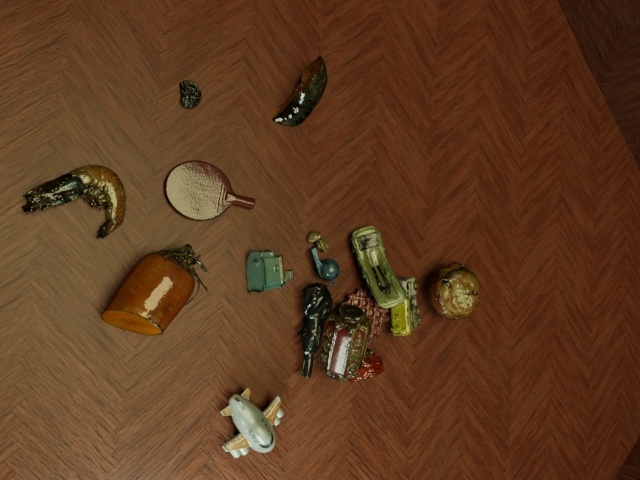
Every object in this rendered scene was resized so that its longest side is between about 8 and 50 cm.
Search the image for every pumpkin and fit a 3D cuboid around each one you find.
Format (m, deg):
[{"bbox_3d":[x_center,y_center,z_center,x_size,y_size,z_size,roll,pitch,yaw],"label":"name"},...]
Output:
[{"bbox_3d":[-0.036,-0.528,1.899,0.111,0.163,0.278,36,73,-21],"label":"pumpkin"}]

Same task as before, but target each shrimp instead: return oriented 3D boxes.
[{"bbox_3d":[-0.718,-0.100,1.569,0.290,0.054,0.222,-25,100,-35],"label":"shrimp"}]

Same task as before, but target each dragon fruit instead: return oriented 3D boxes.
[{"bbox_3d":[0.179,0.472,2.021,0.162,0.083,0.106,-14,92,-26],"label":"dragon fruit"}]

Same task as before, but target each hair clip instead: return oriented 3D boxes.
[{"bbox_3d":[0.213,0.109,2.035,0.138,0.091,0.321,-17,77,-14],"label":"hair clip"}]

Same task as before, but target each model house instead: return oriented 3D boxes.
[{"bbox_3d":[-0.168,0.107,1.837,0.149,0.119,0.148,0,87,-38],"label":"model house"}]

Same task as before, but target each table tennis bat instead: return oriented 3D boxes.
[{"bbox_3d":[-0.368,-0.158,1.773,0.310,0.038,0.200,13,82,-27],"label":"table tennis bat"}]

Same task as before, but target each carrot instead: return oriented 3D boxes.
[{"bbox_3d":[-0.487,0.142,1.602,0.331,0.214,0.193,-59,139,-21],"label":"carrot"}]

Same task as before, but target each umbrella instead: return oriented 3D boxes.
[{"bbox_3d":[-0.027,0.321,1.900,0.118,0.118,0.340,11,82,-28],"label":"umbrella"}]

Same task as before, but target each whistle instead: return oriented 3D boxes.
[{"bbox_3d":[0.025,0.091,1.950,0.090,0.090,0.157,-19,96,-28],"label":"whistle"}]

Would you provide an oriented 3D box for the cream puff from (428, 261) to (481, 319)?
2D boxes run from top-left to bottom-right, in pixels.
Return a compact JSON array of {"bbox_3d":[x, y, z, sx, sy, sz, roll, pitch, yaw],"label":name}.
[{"bbox_3d":[0.549,0.209,2.186,0.240,0.164,0.240,-3,101,-18],"label":"cream puff"}]

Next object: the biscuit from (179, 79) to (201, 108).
[{"bbox_3d":[-0.439,-0.488,1.755,0.089,0.027,0.087,45,68,-20],"label":"biscuit"}]

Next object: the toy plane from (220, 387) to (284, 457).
[{"bbox_3d":[-0.229,0.614,1.771,0.245,0.117,0.244,2,85,-29],"label":"toy plane"}]

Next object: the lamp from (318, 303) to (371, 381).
[{"bbox_3d":[0.086,0.366,1.895,0.177,0.177,0.274,-3,113,-28],"label":"lamp"}]

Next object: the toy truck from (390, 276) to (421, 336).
[{"bbox_3d":[0.326,0.259,2.079,0.114,0.098,0.226,-3,89,-48],"label":"toy truck"}]

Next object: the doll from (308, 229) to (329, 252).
[{"bbox_3d":[-0.007,0.002,1.966,0.093,0.051,0.061,62,36,-36],"label":"doll"}]

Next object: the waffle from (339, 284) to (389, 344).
[{"bbox_3d":[0.167,0.293,2.034,0.234,0.055,0.221,-37,106,-25],"label":"waffle"}]
